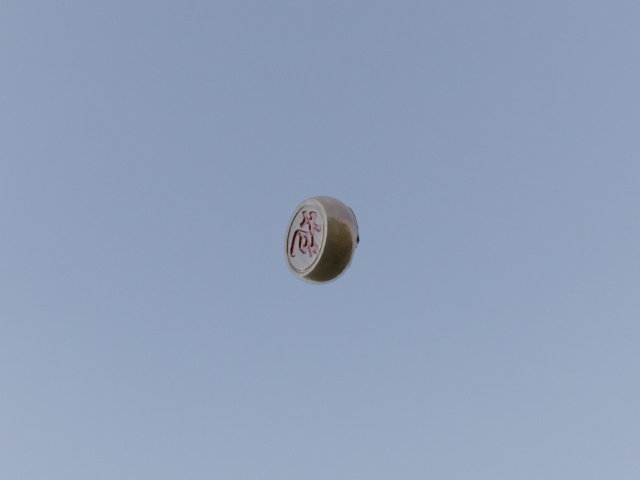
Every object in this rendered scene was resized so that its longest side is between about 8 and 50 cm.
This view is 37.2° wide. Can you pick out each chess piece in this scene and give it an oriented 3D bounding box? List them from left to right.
[{"bbox_3d":[0.000,0.000,0.885,0.038,0.083,0.083,14,-52,-33],"label":"chess piece"}]
